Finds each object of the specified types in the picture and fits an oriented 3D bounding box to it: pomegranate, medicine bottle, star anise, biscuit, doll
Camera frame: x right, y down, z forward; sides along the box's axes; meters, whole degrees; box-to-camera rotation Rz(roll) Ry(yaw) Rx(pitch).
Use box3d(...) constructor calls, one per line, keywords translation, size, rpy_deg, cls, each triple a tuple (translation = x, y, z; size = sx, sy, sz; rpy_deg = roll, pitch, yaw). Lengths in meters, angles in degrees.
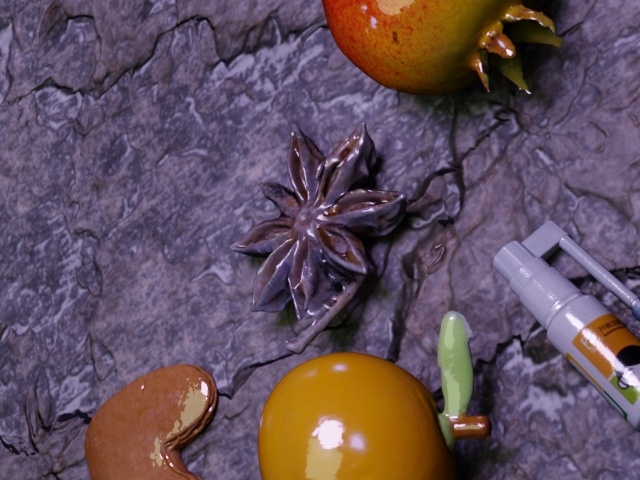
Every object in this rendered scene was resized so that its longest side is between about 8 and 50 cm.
box3d(translation=(0.120, -0.242, 1.514), size=(0.257, 0.221, 0.221), rpy_deg=(38, 102, 25), cls="pomegranate")
box3d(translation=(0.255, 0.073, 1.454), size=(0.092, 0.061, 0.220), rpy_deg=(-39, 59, -6), cls="medicine bottle")
box3d(translation=(-0.001, 0.000, 1.617), size=(0.230, 0.081, 0.262), rpy_deg=(-16, 61, 30), cls="star anise")
box3d(translation=(-0.177, 0.241, 1.714), size=(0.186, 0.036, 0.192), rpy_deg=(-30, 67, 23), cls="biscuit")
box3d(translation=(0.060, 0.198, 1.478), size=(0.236, 0.213, 0.213), rpy_deg=(-22, 69, 13), cls="doll")
